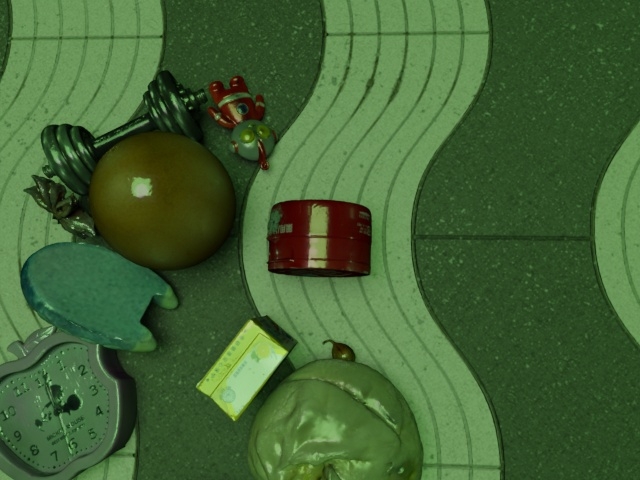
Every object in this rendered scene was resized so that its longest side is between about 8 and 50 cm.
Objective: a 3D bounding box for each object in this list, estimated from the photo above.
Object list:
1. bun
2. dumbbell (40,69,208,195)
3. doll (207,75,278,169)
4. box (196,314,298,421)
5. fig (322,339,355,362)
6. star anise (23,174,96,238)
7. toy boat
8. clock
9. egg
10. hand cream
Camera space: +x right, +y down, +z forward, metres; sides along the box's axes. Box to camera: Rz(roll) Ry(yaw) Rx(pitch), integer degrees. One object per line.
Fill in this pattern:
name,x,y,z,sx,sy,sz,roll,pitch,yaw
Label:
bun,0.026,0.422,1.134,0.365,0.219,0.365,0,88,2
dumbbell,-0.443,-0.242,1.296,0.406,0.179,0.179,-27,81,0
doll,-0.176,-0.271,1.334,0.142,0.076,0.245,-20,75,-21
box,-0.137,0.247,1.157,0.097,0.265,0.168,37,85,5
fig,0.039,0.245,1.261,0.083,0.050,0.050,37,85,29
star anise,-0.574,-0.078,1.276,0.182,0.195,0.065,49,63,-23
toy boat,-0.490,0.130,1.251,0.330,0.123,0.215,23,49,-10
clock,-0.576,0.357,1.251,0.339,0.102,0.338,-1,80,4
egg,-0.320,-0.080,1.173,0.283,0.351,0.282,-2,81,10
hand cream,0.000,0.000,1.209,0.230,0.230,0.149,4,82,4
